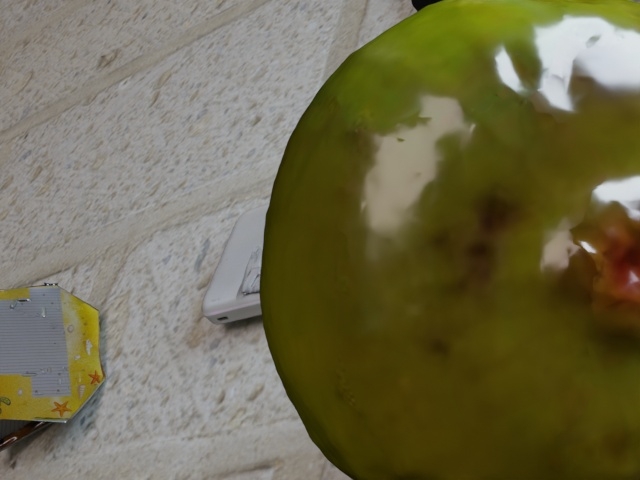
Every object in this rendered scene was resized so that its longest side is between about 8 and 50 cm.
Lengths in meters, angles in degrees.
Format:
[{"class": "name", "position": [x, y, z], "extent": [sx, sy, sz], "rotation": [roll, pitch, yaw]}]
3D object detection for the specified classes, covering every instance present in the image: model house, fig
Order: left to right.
[{"class": "model house", "position": [-0.362, 0.171, 1.258], "extent": [0.219, 0.208, 0.135], "rotation": [-113, 30, -44]}, {"class": "fig", "position": [0.115, 0.017, 0.654], "extent": [0.343, 0.343, 0.343], "rotation": [-31, 37, 27]}]

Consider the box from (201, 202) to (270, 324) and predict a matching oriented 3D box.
[{"class": "box", "position": [0.000, 0.000, 1.045], "extent": [0.285, 0.044, 0.142], "rotation": [-16, 44, 42]}]

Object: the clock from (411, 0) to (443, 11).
[{"class": "clock", "position": [0.155, -0.316, 1.033], "extent": [0.273, 0.049, 0.278], "rotation": [-114, 31, -55]}]
